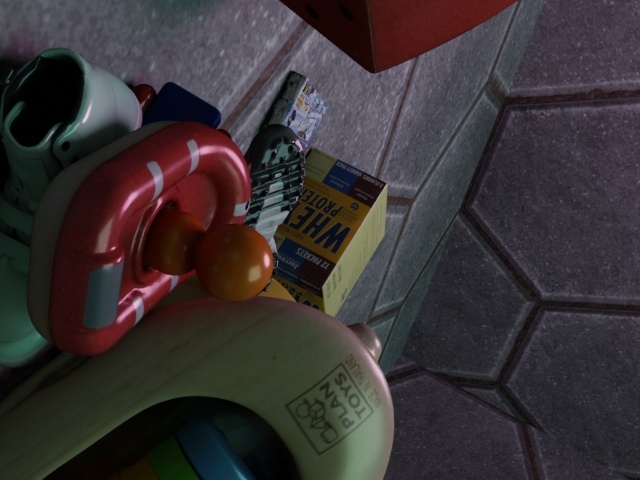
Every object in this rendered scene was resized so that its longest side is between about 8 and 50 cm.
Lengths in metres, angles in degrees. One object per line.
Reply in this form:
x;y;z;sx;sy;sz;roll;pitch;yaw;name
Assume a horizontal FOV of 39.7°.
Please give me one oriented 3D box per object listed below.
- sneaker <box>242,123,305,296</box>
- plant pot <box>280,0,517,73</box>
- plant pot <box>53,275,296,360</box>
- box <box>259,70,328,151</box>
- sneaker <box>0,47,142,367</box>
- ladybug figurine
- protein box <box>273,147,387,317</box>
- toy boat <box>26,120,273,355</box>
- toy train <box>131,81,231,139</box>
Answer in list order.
-0.082;-0.042;0.911;0.078;0.106;0.234;-23;149;-31;sneaker
0.065;-0.329;0.868;0.236;0.267;0.267;-46;163;-9;plant pot
-0.165;0.169;1.006;0.239;0.254;0.253;-18;136;-49;plant pot
-0.035;-0.169;1.228;0.093;0.027;0.137;-63;165;-3;box
-0.229;-0.027;0.685;0.151;0.094;0.255;55;54;-80;sneaker
-0.138;0.208;0.792;0.449;0.305;0.162;-32;-164;-2;ladybug figurine
0.000;0.000;1.433;0.201;0.136;0.199;-58;165;-19;protein box
-0.107;0.002;0.683;0.231;0.151;0.150;-51;158;-60;toy boat
-0.186;-0.022;0.866;0.248;0.105;0.143;-59;178;-13;toy train
